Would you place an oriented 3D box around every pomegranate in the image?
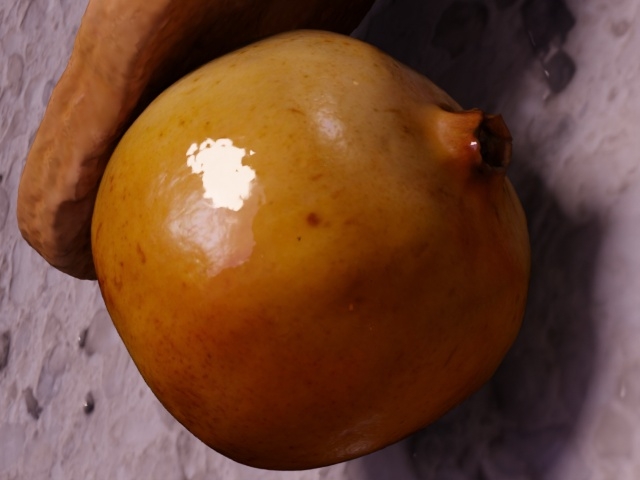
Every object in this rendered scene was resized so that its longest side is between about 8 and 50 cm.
[{"bbox_3d":[0.000,0.000,0.846,0.264,0.264,0.264,-28,54,47],"label":"pomegranate"}]

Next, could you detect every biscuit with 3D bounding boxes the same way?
[{"bbox_3d":[-0.052,-0.155,0.946,0.078,0.350,0.455,39,116,7],"label":"biscuit"}]
